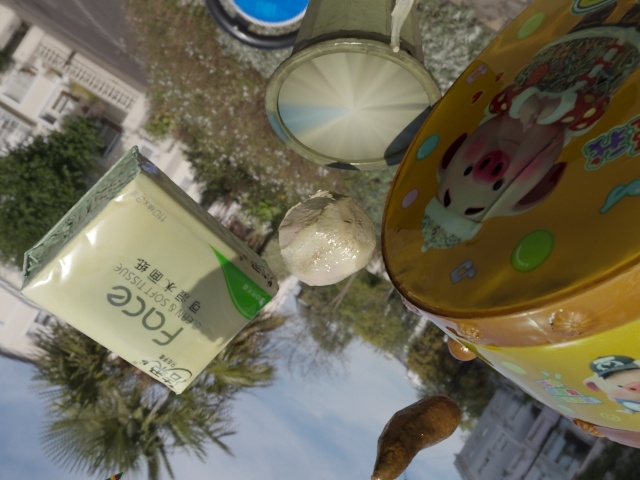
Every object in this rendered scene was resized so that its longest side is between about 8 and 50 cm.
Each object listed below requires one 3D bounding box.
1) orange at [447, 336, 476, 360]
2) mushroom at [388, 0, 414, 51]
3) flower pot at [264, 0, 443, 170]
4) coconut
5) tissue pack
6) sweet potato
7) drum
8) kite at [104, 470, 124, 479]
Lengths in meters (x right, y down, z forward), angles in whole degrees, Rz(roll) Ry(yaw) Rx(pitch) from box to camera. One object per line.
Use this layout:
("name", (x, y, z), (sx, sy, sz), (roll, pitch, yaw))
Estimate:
("orange", (0.320, 0.223, 1.301), (0.085, 0.085, 0.085), (31, 179, 0))
("mushroom", (0.079, -0.317, 0.566), (0.043, 0.306, 0.068), (5, 154, -21))
("flower pot", (0.053, -0.226, 0.751), (0.212, 0.202, 0.212), (7, 146, 5))
("coconut", (0.000, 0.000, 0.720), (0.124, 0.110, 0.110), (-28, 135, 35))
("tissue pack", (-0.338, 0.069, 1.224), (0.405, 0.332, 0.205), (44, -179, -31))
("sweet potato", (0.171, 0.369, 1.126), (0.097, 0.097, 0.292), (31, -150, 33))
("drum", (0.267, -0.056, 0.510), (0.214, 0.431, 0.431), (36, 178, -20))
("kite", (-0.430, 0.506, 1.164), (0.090, 0.122, 0.004), (12, 141, 16))
